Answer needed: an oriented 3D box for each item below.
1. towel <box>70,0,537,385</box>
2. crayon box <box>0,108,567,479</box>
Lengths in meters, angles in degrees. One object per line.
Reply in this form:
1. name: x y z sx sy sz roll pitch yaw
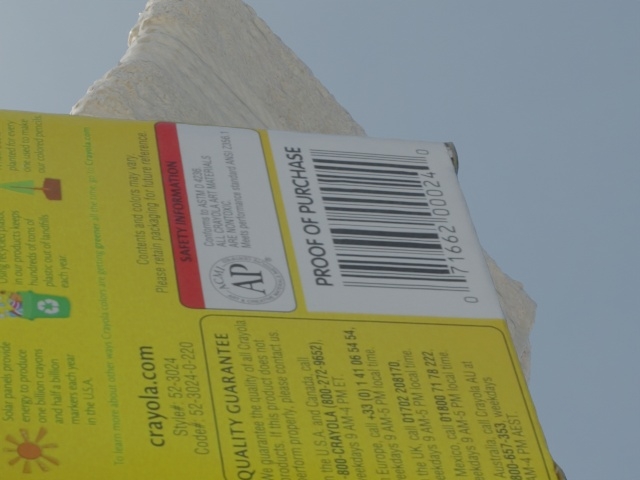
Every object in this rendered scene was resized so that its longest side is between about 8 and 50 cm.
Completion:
1. towel: 0.000 0.000 0.986 0.049 0.187 0.282 -36 -73 27
2. crayon box: -0.096 0.040 0.676 0.319 0.202 0.081 4 -52 -14
